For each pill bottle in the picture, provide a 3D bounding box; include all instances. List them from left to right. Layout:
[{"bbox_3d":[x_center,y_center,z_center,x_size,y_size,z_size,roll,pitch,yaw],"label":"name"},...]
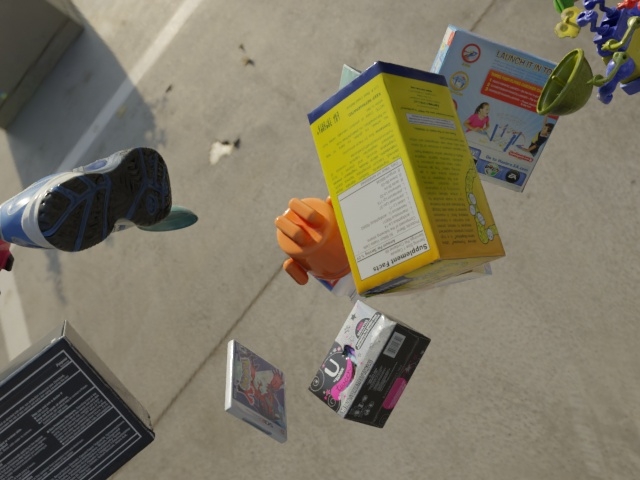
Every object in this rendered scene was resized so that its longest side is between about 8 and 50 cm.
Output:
[{"bbox_3d":[0.043,0.065,1.737,0.221,0.124,0.124,40,96,9],"label":"pill bottle"}]

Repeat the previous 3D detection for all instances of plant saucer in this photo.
[{"bbox_3d":[-0.298,-0.044,1.324,0.119,0.119,0.021,-20,72,34],"label":"plant saucer"}]

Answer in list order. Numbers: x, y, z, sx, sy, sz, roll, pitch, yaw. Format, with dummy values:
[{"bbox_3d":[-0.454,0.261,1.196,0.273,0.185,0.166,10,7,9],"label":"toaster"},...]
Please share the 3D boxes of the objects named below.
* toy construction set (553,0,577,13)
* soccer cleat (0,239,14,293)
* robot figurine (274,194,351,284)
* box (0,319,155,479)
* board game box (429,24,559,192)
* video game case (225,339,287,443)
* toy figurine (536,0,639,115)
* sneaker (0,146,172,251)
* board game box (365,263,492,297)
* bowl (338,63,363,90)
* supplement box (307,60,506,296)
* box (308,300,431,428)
[{"bbox_3d":[0.348,-0.586,1.277,0.237,0.308,0.257,-28,59,-7],"label":"toy construction set"},{"bbox_3d":[-0.494,0.096,0.789,0.331,0.143,0.116,-54,2,7],"label":"soccer cleat"},{"bbox_3d":[0.002,-0.001,1.322,0.128,0.219,0.157,-8,62,25],"label":"robot figurine"},{"bbox_3d":[-0.559,0.377,1.423,0.296,0.294,0.183,-39,17,-12],"label":"box"},{"bbox_3d":[0.385,-0.301,1.582,0.086,0.309,0.301,-93,22,-65],"label":"board game box"},{"bbox_3d":[-0.148,0.351,1.596,0.023,0.183,0.201,-36,34,22],"label":"video game case"},{"bbox_3d":[0.534,-0.316,1.148,0.191,0.217,0.362,-11,50,60],"label":"toy figurine"},{"bbox_3d":[-0.210,-0.041,0.631,0.081,0.211,0.080,-4,100,20],"label":"sneaker"},{"bbox_3d":[0.254,0.073,1.577,0.242,0.317,0.064,-16,81,20],"label":"board game box"},{"bbox_3d":[0.162,-0.317,1.779,0.311,0.312,0.163,45,112,48],"label":"bowl"},{"bbox_3d":[0.147,-0.103,1.206,0.194,0.195,0.356,-28,72,43],"label":"supplement box"},{"bbox_3d":[0.114,0.292,1.612,0.142,0.163,0.247,28,89,45],"label":"box"}]
